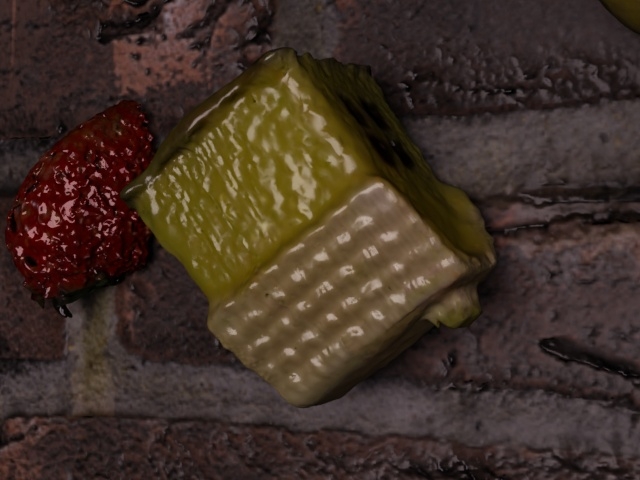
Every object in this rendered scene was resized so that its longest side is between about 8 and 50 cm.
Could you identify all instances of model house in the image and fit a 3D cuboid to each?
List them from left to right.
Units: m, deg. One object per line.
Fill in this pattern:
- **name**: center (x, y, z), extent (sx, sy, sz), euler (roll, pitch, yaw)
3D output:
- **model house**: center (0.000, 0.000, 1.010), extent (0.193, 0.175, 0.234), euler (-41, 67, 20)

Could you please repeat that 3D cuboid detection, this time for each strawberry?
- **strawberry**: center (-0.215, -0.026, 1.180), extent (0.192, 0.085, 0.140), euler (-40, 68, 19)

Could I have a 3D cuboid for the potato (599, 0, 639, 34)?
- **potato**: center (0.246, -0.220, 0.910), extent (0.154, 0.137, 0.200), euler (-33, 72, 22)
